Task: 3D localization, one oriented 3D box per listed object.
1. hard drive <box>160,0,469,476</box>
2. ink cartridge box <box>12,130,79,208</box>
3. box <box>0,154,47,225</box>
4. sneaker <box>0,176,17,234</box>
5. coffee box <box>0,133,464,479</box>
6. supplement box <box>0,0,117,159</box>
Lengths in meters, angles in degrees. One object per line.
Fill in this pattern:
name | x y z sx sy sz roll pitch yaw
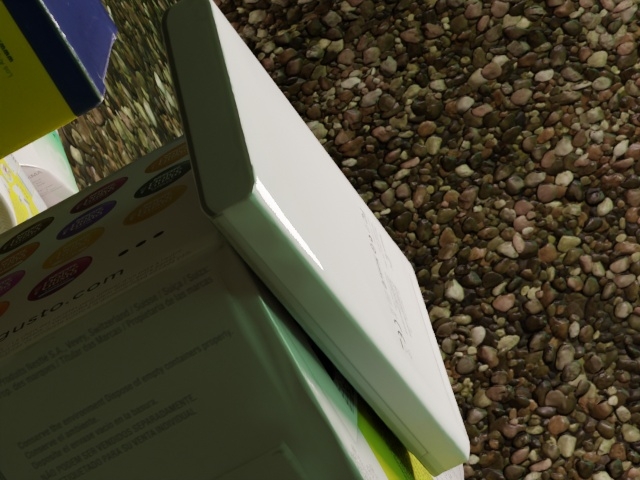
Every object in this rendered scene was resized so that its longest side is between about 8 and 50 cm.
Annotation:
hard drive | 0.000 0.000 1.285 0.307 0.040 0.203 51 16 -43
ink cartridge box | -0.397 -0.159 2.432 0.225 0.056 0.181 50 15 -59
box | -0.369 -0.035 2.266 0.105 0.043 0.179 59 7 -21
sneaker | -0.361 -0.093 1.854 0.169 0.108 0.293 -108 -171 -47
coffee box | -0.115 0.154 1.389 0.338 0.337 0.334 59 12 -17
supplement box | -0.369 -0.137 1.574 0.195 0.356 0.194 59 10 -21
